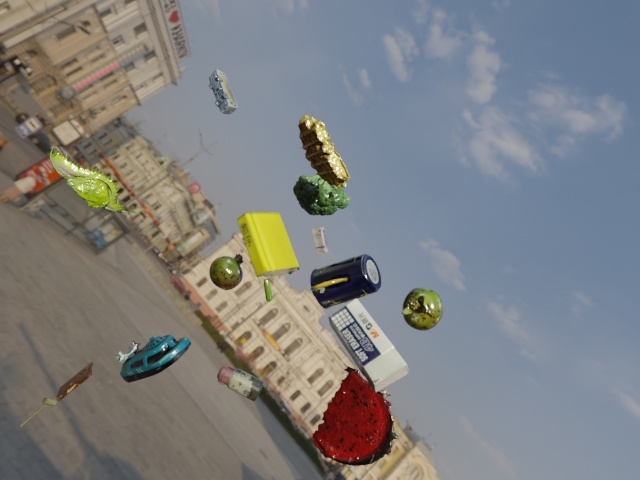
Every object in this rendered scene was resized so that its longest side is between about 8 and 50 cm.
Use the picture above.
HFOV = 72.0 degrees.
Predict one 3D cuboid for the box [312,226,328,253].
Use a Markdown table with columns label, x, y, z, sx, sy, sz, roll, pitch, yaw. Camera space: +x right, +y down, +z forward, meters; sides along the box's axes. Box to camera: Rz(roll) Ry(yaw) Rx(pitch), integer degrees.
| label | x | y | z | sx | sy | sz | roll | pitch | yaw |
| --- | --- | --- | --- | --- | --- | --- | --- | --- | --- |
| box | 0.000 | 0.000 | 1.970 | 0.036 | 0.050 | 0.117 | -24 | 105 | -74 |

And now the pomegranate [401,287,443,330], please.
| label | x | y | z | sx | sy | sz | roll | pitch | yaw |
| --- | --- | --- | --- | --- | --- | --- | --- | --- | --- |
| pomegranate | 0.367 | 0.246 | 1.569 | 0.156 | 0.156 | 0.220 | 48 | 2 | 8 |

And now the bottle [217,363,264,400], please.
| label | x | y | z | sx | sy | sz | roll | pitch | yaw |
| --- | --- | --- | --- | --- | --- | --- | --- | --- | --- |
| bottle | -0.411 | 0.716 | 2.236 | 0.233 | 0.110 | 0.110 | 27 | -17 | -1 |

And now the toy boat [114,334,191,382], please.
| label | x | y | z | sx | sy | sz | roll | pitch | yaw |
| --- | --- | --- | --- | --- | --- | --- | --- | --- | --- |
| toy boat | -0.512 | 0.334 | 1.323 | 0.298 | 0.134 | 0.092 | -26 | -76 | 36 |

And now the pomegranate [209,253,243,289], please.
| label | x | y | z | sx | sy | sz | roll | pitch | yaw |
| --- | --- | --- | --- | --- | --- | --- | --- | --- | --- |
| pomegranate | -0.321 | 0.110 | 1.533 | 0.130 | 0.130 | 0.130 | 45 | -17 | 18 |

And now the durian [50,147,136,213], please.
| label | x | y | z | sx | sy | sz | roll | pitch | yaw |
| --- | --- | --- | --- | --- | --- | --- | --- | --- | --- |
| durian | -0.824 | -0.193 | 1.616 | 0.106 | 0.132 | 0.375 | 18 | -25 | 42 |

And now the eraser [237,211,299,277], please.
| label | x | y | z | sx | sy | sz | roll | pitch | yaw |
| --- | --- | --- | --- | --- | --- | --- | --- | --- | --- |
| eraser | -0.176 | 0.011 | 1.475 | 0.069 | 0.158 | 0.226 | -34 | -109 | 38 |

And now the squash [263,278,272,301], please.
| label | x | y | z | sx | sy | sz | roll | pitch | yaw |
| --- | --- | --- | --- | --- | --- | --- | --- | --- | --- |
| squash | -0.186 | 0.177 | 1.554 | 0.027 | 0.027 | 0.089 | 25 | -52 | 56 |

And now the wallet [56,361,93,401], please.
| label | x | y | z | sx | sy | sz | roll | pitch | yaw |
| --- | --- | --- | --- | --- | --- | --- | --- | --- | --- |
| wallet | -1.055 | 0.605 | 1.891 | 0.026 | 0.176 | 0.095 | 52 | 0 | -29 |

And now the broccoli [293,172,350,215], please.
| label | x | y | z | sx | sy | sz | roll | pitch | yaw |
| --- | --- | --- | --- | --- | --- | --- | --- | --- | --- |
| broccoli | 0.015 | -0.237 | 2.019 | 0.269 | 0.270 | 0.270 | 24 | -1 | 1 |

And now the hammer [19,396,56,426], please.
| label | x | y | z | sx | sy | sz | roll | pitch | yaw |
| --- | --- | --- | --- | --- | --- | --- | --- | --- | --- |
| hammer | -0.801 | 0.487 | 1.243 | 0.019 | 0.110 | 0.035 | 44 | -7 | 33 |

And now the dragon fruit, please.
| label | x | y | z | sx | sy | sz | roll | pitch | yaw |
| --- | --- | --- | --- | --- | --- | --- | --- | --- | --- |
| dragon fruit | 0.143 | 0.661 | 1.577 | 0.282 | 0.344 | 0.100 | 35 | 12 | 32 |

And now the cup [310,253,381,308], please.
| label | x | y | z | sx | sy | sz | roll | pitch | yaw |
| --- | --- | --- | --- | --- | --- | --- | --- | --- | --- |
| cup | 0.096 | 0.185 | 1.806 | 0.256 | 0.255 | 0.178 | -21 | -74 | 28 |

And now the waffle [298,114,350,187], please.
| label | x | y | z | sx | sy | sz | roll | pitch | yaw |
| --- | --- | --- | --- | --- | --- | --- | --- | --- | --- |
| waffle | 0.004 | -0.339 | 1.702 | 0.309 | 0.065 | 0.283 | 45 | -20 | 30 |

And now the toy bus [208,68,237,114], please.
| label | x | y | z | sx | sy | sz | roll | pitch | yaw |
| --- | --- | --- | --- | --- | --- | --- | --- | --- | --- |
| toy bus | -0.400 | -0.604 | 1.799 | 0.075 | 0.064 | 0.191 | 1 | 62 | -56 |

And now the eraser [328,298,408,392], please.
| label | x | y | z | sx | sy | sz | roll | pitch | yaw |
| --- | --- | --- | --- | --- | --- | --- | --- | --- | --- |
| eraser | 0.148 | 0.330 | 1.409 | 0.287 | 0.130 | 0.086 | 53 | -13 | 40 |
